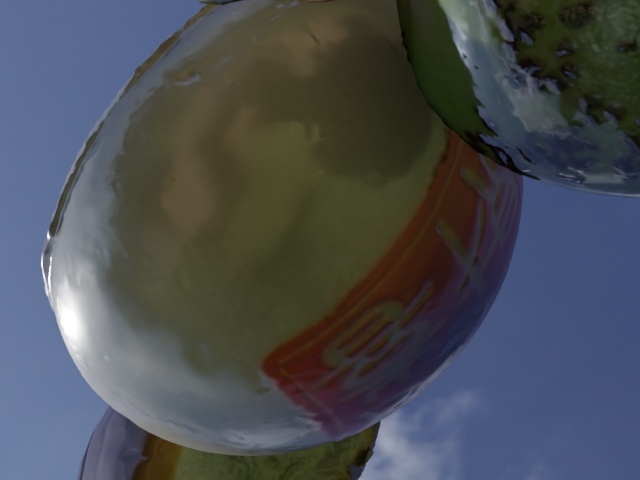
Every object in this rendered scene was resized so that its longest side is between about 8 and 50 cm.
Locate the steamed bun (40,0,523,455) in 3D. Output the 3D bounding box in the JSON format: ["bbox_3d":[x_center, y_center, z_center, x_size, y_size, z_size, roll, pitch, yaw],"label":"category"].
[{"bbox_3d":[0.000,0.000,0.913,0.374,0.374,0.241,-39,-116,-22],"label":"steamed bun"}]

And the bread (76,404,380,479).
[{"bbox_3d":[-0.101,0.221,1.158,0.225,0.250,0.279,26,-114,-15],"label":"bread"}]

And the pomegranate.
[{"bbox_3d":[0.102,-0.167,0.670,0.341,0.285,0.285,4,-105,-8],"label":"pomegranate"}]
